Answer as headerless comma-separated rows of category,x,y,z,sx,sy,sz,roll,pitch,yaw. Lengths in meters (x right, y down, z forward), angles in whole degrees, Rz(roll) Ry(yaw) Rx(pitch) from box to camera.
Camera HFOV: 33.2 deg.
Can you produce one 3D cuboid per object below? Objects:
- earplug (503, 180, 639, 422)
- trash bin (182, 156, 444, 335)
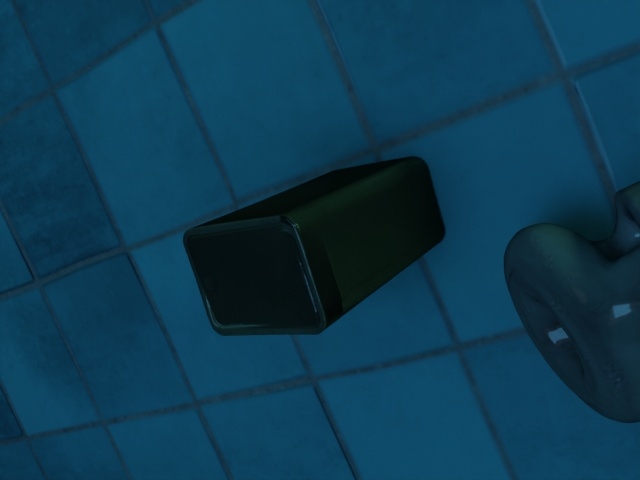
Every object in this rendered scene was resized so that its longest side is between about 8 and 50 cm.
earplug,0.296,0.048,0.985,0.214,0.175,0.325,58,143,3
trash bin,0.000,0.000,1.146,0.164,0.240,0.122,-7,105,40
